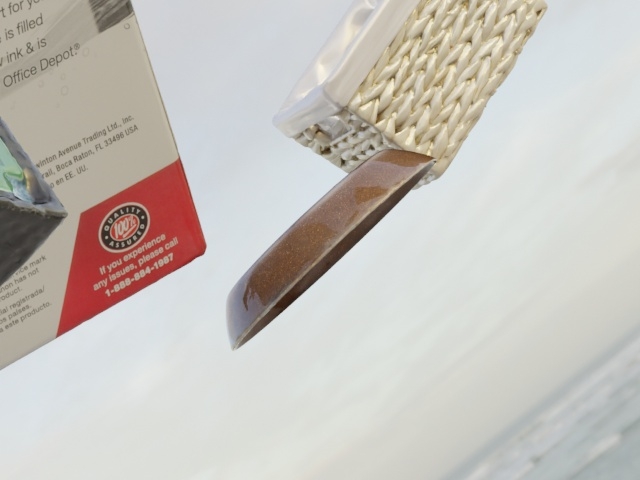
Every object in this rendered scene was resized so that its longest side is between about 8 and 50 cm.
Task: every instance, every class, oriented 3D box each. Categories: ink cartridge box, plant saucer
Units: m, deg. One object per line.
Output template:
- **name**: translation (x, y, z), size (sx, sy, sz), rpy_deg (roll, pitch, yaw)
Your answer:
- **ink cartridge box**: translation (-0.196, -0.079, 0.694), size (0.197, 0.114, 0.273), rpy_deg (-30, -57, -27)
- **plant saucer**: translation (0.000, 0.000, 0.826), size (0.168, 0.029, 0.168), rpy_deg (-44, -3, -3)

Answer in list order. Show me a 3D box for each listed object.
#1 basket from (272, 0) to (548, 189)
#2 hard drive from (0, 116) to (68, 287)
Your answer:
- **basket**: translation (0.063, -0.122, 0.934), size (0.167, 0.103, 0.113), rpy_deg (-57, 12, -17)
- **hard drive**: translation (-0.235, -0.090, 0.334), size (0.064, 0.237, 0.339), rpy_deg (-44, -21, 15)
